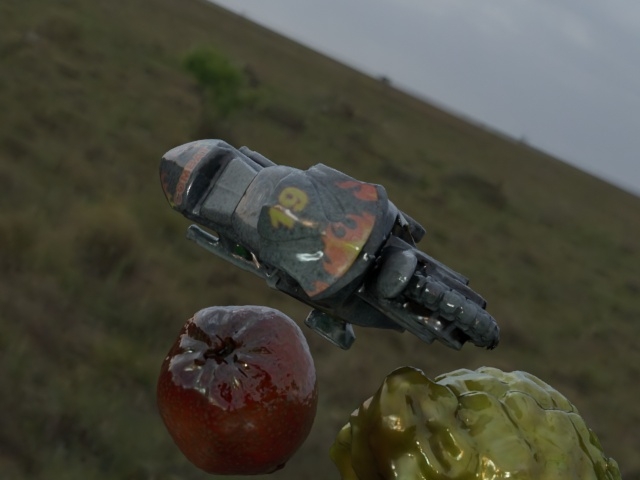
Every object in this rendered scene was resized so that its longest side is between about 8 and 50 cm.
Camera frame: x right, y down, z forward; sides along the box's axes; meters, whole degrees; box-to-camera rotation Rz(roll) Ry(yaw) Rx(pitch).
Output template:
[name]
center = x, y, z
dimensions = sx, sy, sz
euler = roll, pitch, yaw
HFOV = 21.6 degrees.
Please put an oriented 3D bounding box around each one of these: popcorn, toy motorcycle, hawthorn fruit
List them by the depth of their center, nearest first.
[popcorn]
center = 0.093, 0.198, 1.164
dimensions = 0.251, 0.237, 0.206
euler = 46, 13, -25
[toy motorcycle]
center = 0.000, 0.000, 1.186
dimensions = 0.173, 0.108, 0.307
euler = 36, -7, -33
[hawthorn fruit]
center = -0.078, 0.159, 1.635
dimensions = 0.157, 0.157, 0.194
euler = 28, -35, 25
